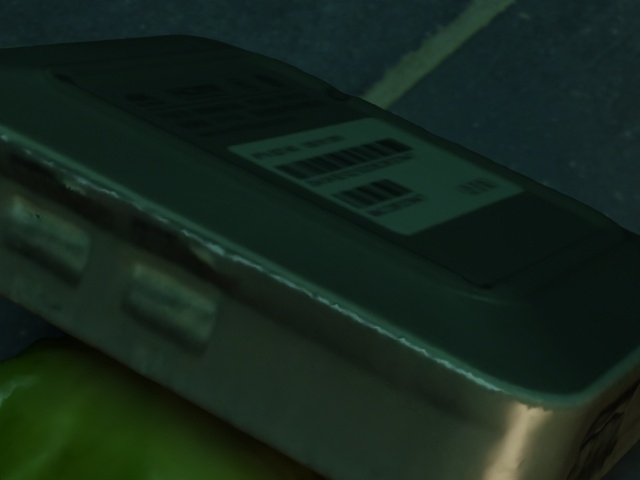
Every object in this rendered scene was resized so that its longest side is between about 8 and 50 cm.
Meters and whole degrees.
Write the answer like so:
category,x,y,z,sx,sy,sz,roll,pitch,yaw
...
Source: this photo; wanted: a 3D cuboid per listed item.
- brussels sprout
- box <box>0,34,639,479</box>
category,x,y,z,sx,sy,sz,roll,pitch,yaw
brussels sprout,-0.114,0.196,1.026,0.259,0.227,0.294,10,64,5
box,0.000,-0.001,1.087,0.396,0.396,0.111,27,106,16
